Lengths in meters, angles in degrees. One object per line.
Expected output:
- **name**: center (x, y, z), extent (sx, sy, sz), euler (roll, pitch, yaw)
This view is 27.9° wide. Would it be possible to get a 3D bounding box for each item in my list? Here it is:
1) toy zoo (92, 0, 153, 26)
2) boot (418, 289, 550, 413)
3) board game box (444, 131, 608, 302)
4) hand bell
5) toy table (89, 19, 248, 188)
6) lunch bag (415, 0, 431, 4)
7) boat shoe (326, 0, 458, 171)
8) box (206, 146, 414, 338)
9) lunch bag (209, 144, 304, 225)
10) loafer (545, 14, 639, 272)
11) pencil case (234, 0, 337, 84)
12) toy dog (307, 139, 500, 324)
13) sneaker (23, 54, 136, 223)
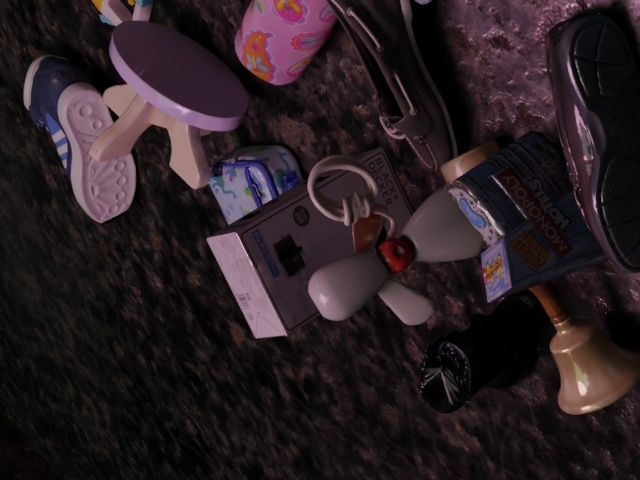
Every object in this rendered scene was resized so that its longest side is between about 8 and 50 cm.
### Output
- **toy zoo**: center (-0.348, -0.469, 2.173), extent (0.192, 0.030, 0.293), euler (49, 148, 14)
- **boot**: center (0.212, 0.170, 1.779), extent (0.094, 0.207, 0.246), euler (46, 148, 19)
- **board game box**: center (0.252, -0.020, 1.565), extent (0.194, 0.194, 0.060), euler (54, 149, 6)
- **hand bell**: center (0.299, 0.087, 1.626), extent (0.126, 0.126, 0.242), euler (-10, 117, 57)
- **toy table**: center (-0.249, -0.216, 2.079), extent (0.274, 0.252, 0.161), euler (52, 135, 33)
- **lunch bag**: center (0.126, -0.343, 1.593), extent (0.083, 0.053, 0.071), euler (60, 151, 18)
- **boat shoe**: center (0.086, -0.216, 1.673), extent (0.112, 0.095, 0.335), euler (44, 161, 54)
- **box**: center (0.000, 0.000, 1.848), extent (0.087, 0.290, 0.169), euler (-12, 105, 56)
- **lunch bag**: center (-0.084, -0.049, 2.121), extent (0.176, 0.090, 0.219), euler (5, 122, 50)
- **loafer**: center (0.329, -0.113, 1.485), extent (0.095, 0.109, 0.303), euler (-154, 46, -70)
- **pencil case**: center (-0.029, -0.336, 1.763), extent (0.124, 0.124, 0.284), euler (51, 148, 12)
- **toy dog**: center (0.131, -0.003, 1.687), extent (0.161, 0.333, 0.220), euler (135, 127, -75)
- **sneaker**: center (-0.480, -0.213, 2.518), extent (0.236, 0.130, 0.323), euler (41, 151, 43)
